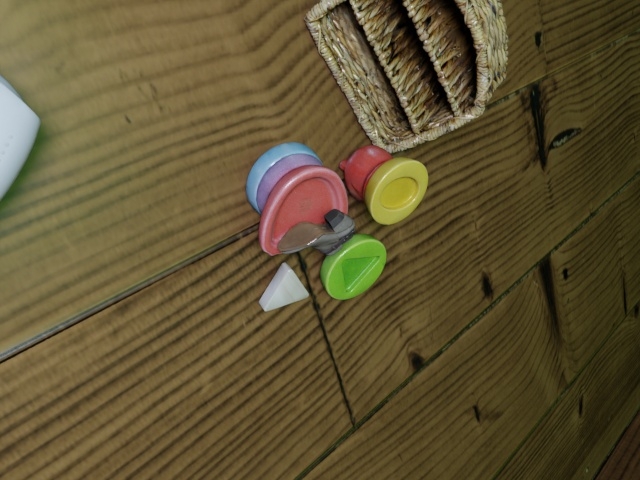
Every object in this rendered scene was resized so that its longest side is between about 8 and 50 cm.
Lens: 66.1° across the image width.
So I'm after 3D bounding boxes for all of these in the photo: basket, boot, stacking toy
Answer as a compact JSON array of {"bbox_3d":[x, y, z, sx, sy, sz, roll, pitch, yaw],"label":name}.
[{"bbox_3d":[0.165,-0.321,0.822,0.223,0.213,0.299,-48,123,-23],"label":"basket"},{"bbox_3d":[0.000,0.000,0.743,0.118,0.042,0.087,-29,150,0],"label":"boot"},{"bbox_3d":[0.004,-0.037,0.842,0.308,0.130,0.280,-6,127,-35],"label":"stacking toy"}]

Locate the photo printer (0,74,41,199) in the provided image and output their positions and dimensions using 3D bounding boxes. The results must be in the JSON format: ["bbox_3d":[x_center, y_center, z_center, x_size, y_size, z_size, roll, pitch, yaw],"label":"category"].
[{"bbox_3d":[-0.445,-0.115,0.436,0.307,0.107,0.256,46,69,-34],"label":"photo printer"}]
